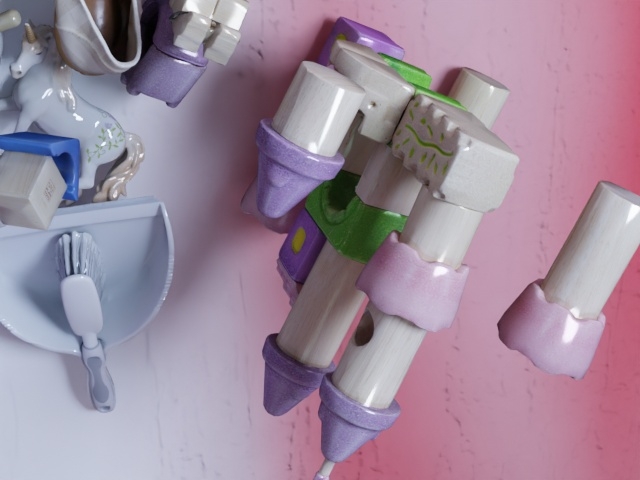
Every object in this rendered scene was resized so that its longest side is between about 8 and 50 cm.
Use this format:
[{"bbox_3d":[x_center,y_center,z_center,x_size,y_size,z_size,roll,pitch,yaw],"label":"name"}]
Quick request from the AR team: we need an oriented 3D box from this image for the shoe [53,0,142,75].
[{"bbox_3d":[-0.147,-0.213,0.917,0.077,0.058,0.219,-13,107,-22],"label":"shoe"}]

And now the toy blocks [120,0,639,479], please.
[{"bbox_3d":[0.000,0.000,0.969,0.309,0.288,0.260,18,109,-27],"label":"toy blocks"}]

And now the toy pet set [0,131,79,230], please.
[{"bbox_3d":[-0.227,-0.055,0.960,0.114,0.065,0.122,8,149,16],"label":"toy pet set"}]

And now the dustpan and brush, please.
[{"bbox_3d":[-0.179,0.060,1.093,0.147,0.060,0.211,-9,146,-6],"label":"dustpan and brush"}]

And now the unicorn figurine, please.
[{"bbox_3d":[-0.191,-0.087,1.013,0.111,0.060,0.162,-48,135,10],"label":"unicorn figurine"}]

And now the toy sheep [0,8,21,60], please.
[{"bbox_3d":[-0.255,-0.124,0.949,0.132,0.091,0.091,-16,124,15],"label":"toy sheep"}]
